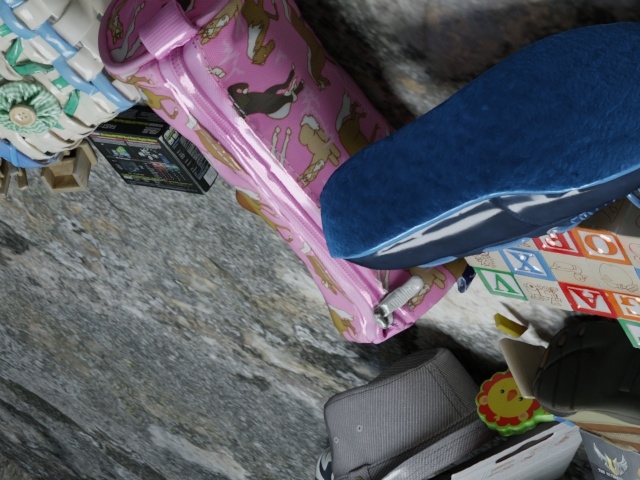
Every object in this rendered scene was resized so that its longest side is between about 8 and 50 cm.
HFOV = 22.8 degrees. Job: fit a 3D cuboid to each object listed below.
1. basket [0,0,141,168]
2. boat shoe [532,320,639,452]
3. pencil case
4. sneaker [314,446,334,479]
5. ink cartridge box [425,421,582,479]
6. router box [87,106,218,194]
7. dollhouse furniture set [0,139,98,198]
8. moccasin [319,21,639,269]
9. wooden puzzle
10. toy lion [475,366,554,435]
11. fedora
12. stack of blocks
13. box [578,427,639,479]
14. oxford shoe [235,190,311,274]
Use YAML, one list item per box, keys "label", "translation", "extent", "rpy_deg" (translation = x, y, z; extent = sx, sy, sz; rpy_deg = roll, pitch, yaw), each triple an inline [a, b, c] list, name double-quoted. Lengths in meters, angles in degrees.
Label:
- label: "basket"
  translation: [-0.290, -0.188, 1.367]
  extent: [0.289, 0.201, 0.255]
  rpy_deg: [-10, 136, 43]
- label: "boat shoe"
  translation: [0.338, 0.145, 1.417]
  extent: [0.120, 0.123, 0.324]
  rpy_deg: [39, 164, -32]
- label: "pencil case"
  translation: [-0.021, -0.081, 1.308]
  extent: [0.167, 0.160, 0.386]
  rpy_deg: [24, 159, 54]
- label: "sneaker"
  translation: [0.101, 0.341, 2.085]
  extent: [0.235, 0.094, 0.153]
  rpy_deg: [38, 166, 8]
- label: "ink cartridge box"
  translation: [0.190, 0.229, 1.664]
  extent: [0.056, 0.181, 0.225]
  rpy_deg: [59, 164, 25]
- label: "router box"
  translation: [-0.174, -0.094, 1.620]
  extent: [0.122, 0.038, 0.092]
  rpy_deg: [9, 149, 39]
- label: "dollhouse furniture set"
  translation: [-0.344, -0.140, 1.709]
  extent: [0.160, 0.101, 0.182]
  rpy_deg: [-4, 146, 13]
- label: "moccasin"
  translation: [0.155, -0.067, 1.163]
  extent: [0.342, 0.138, 0.116]
  rpy_deg: [-17, 158, 37]
- label: "wooden puzzle"
  translation: [0.207, 0.128, 1.546]
  extent: [0.078, 0.116, 0.014]
  rpy_deg: [18, 132, -42]
- label: "toy lion"
  translation: [0.209, 0.155, 1.592]
  extent: [0.100, 0.096, 0.034]
  rpy_deg: [14, 151, 33]
- label: "fedora"
  translation: [0.083, 0.202, 1.729]
  extent: [0.124, 0.243, 0.275]
  rpy_deg: [59, 150, 7]
- label: "stack of blocks"
  translation: [0.259, 0.009, 1.257]
  extent: [0.297, 0.087, 0.171]
  rpy_deg: [10, 149, 38]
- label: "box"
  translation: [0.366, 0.271, 1.524]
  extent: [0.231, 0.056, 0.183]
  rpy_deg: [19, 136, 54]
- label: "oxford shoe"
  translation: [0.000, 0.000, 1.560]
  extent: [0.212, 0.076, 0.076]
  rpy_deg: [29, 158, 9]
